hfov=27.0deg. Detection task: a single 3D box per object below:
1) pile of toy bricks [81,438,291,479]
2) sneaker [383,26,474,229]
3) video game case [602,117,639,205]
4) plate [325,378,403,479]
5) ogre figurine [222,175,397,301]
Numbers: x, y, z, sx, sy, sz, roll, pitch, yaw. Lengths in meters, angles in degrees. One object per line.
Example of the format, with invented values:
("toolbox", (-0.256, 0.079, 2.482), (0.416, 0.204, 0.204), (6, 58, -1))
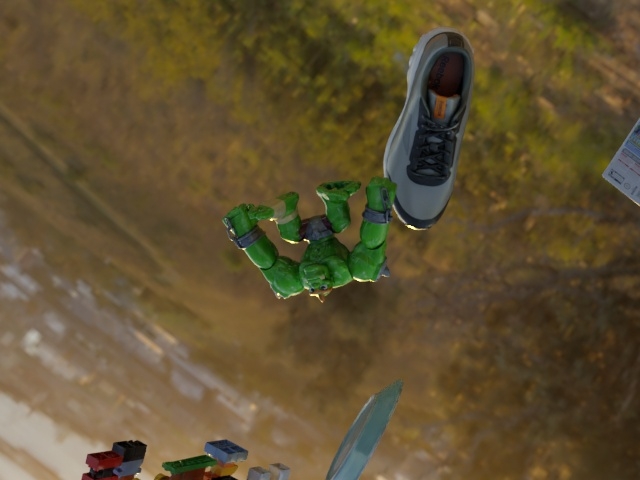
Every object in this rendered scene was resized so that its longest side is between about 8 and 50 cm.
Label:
("pile of toy bricks", (-0.133, 0.253, 1.236), (0.118, 0.105, 0.212), (21, -169, 35))
("sneaker", (0.145, -0.146, 1.765), (0.100, 0.272, 0.108), (8, -169, -4))
("video game case", (0.422, -0.106, 1.690), (0.087, 0.122, 0.011), (44, -152, 29))
("plate", (0.045, 0.246, 1.616), (0.024, 0.188, 0.188), (29, 159, -2))
("ogre figurine", (0.000, 0.000, 1.480), (0.097, 0.197, 0.118), (-102, -6, -72))
